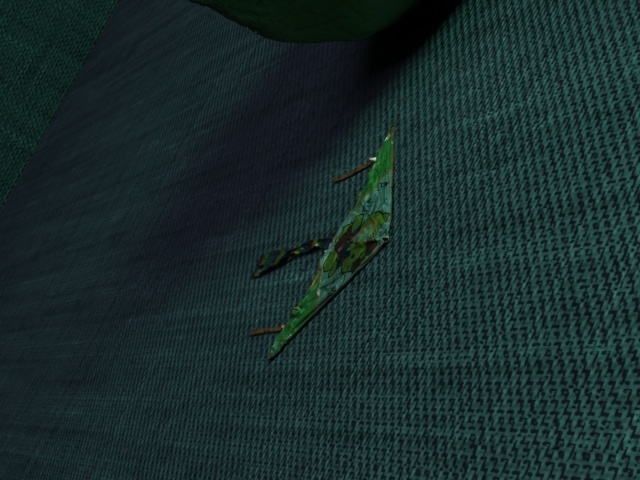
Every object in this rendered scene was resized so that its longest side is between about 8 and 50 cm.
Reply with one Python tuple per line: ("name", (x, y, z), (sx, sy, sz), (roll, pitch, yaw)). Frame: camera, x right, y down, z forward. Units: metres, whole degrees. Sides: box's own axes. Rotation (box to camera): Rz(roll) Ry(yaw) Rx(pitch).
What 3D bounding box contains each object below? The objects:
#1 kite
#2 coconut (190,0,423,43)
("kite", (0.000, 0.000, 1.186), (0.198, 0.006, 0.244), (-63, 18, -14))
("coconut", (0.002, -0.311, 1.225), (0.328, 0.328, 0.281), (-46, 3, 35))
